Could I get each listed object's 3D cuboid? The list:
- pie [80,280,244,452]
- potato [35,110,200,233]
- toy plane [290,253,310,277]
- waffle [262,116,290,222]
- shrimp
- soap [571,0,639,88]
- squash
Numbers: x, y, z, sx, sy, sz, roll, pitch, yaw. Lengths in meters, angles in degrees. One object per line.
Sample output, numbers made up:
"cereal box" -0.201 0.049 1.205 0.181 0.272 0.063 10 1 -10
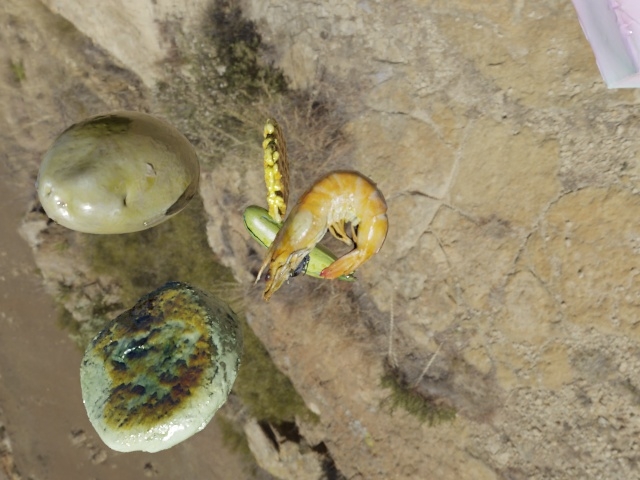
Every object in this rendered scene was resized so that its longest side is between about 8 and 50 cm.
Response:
"pie" -0.168 0.124 0.578 0.187 0.187 0.041 33 165 36
"potato" -0.279 -0.095 0.789 0.178 0.235 0.160 12 126 27
"toy plane" -0.046 0.016 1.047 0.060 0.145 0.037 11 147 5
"waffle" -0.107 -0.164 1.305 0.238 0.058 0.243 -91 -3 -61
"shrimp" 0.000 0.000 0.864 0.150 0.248 0.068 46 -177 12
"soap" 0.427 -0.260 0.532 0.324 0.109 0.193 -25 97 9
"squash" -0.057 0.022 1.373 0.341 0.094 0.094 32 133 15
